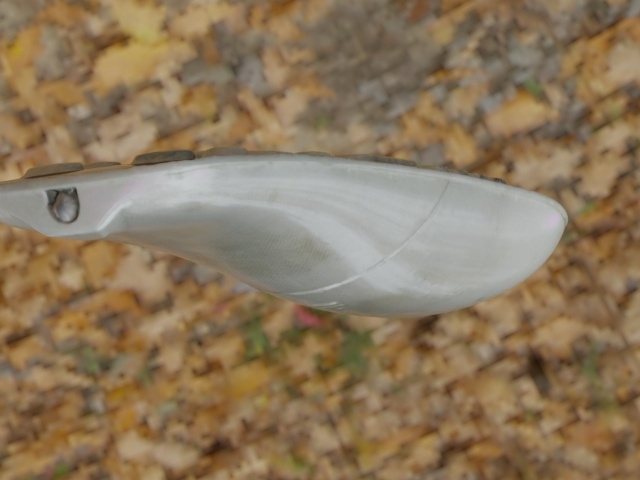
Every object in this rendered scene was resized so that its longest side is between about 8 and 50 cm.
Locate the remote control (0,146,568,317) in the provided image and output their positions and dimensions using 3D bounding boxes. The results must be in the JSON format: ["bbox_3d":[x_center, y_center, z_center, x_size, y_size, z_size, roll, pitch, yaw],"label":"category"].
[{"bbox_3d":[0.000,0.000,0.531,0.073,0.044,0.229,-2,177,31],"label":"remote control"}]
